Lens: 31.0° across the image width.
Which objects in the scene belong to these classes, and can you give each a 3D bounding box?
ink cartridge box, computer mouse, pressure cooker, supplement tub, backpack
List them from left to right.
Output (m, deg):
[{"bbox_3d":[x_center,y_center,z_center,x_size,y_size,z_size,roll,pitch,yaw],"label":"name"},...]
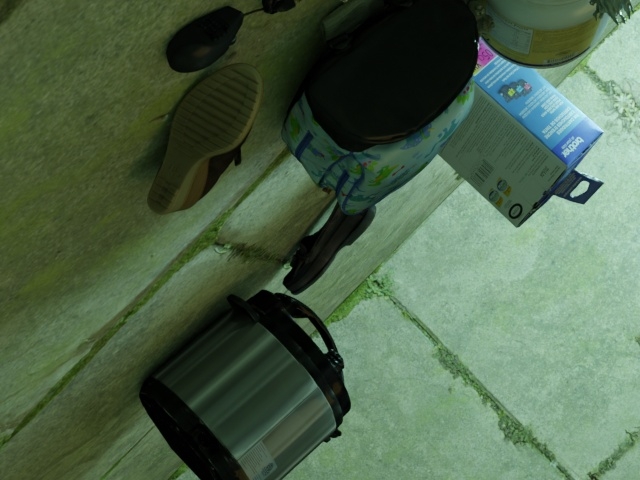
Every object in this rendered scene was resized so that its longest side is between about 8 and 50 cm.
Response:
[{"bbox_3d":[-0.087,-0.248,1.341,0.242,0.041,0.071,-37,167,-40],"label":"computer mouse"},{"bbox_3d":[-0.135,0.335,2.538,0.420,0.375,0.370,-41,166,-18],"label":"pressure cooker"},{"bbox_3d":[0.076,-0.187,1.719,0.290,0.273,0.355,-40,-168,-22],"label":"backpack"},{"bbox_3d":[0.404,-0.210,2.420,0.151,0.395,0.270,-39,169,-28],"label":"ink cartridge box"},{"bbox_3d":[0.356,-0.425,1.818,0.241,0.241,0.331,-44,170,-1],"label":"supplement tub"}]

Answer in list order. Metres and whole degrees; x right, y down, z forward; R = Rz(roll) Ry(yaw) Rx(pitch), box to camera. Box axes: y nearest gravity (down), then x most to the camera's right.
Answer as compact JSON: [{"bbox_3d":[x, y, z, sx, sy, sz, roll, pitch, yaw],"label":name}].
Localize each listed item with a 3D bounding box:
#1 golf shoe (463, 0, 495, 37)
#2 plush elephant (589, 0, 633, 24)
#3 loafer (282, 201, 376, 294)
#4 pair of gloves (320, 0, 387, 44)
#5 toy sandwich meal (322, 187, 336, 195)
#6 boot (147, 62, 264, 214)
[{"bbox_3d":[0.193,-0.378,1.731,0.069,0.176,0.086,-30,-151,-7],"label":"golf shoe"},{"bbox_3d":[0.291,-0.446,1.523,0.255,0.330,0.272,-7,-166,-17],"label":"plush elephant"},{"bbox_3d":[0.000,0.000,2.611,0.302,0.095,0.109,-45,-159,29],"label":"loafer"},{"bbox_3d":[0.086,-0.367,1.551,0.204,0.042,0.240,-42,169,-15],"label":"pair of gloves"},{"bbox_3d":[0.036,-0.127,2.337,0.085,0.029,0.085,-43,170,-10],"label":"toy sandwich meal"},{"bbox_3d":[-0.131,-0.151,1.520,0.248,0.090,0.207,-51,180,26],"label":"boot"}]
